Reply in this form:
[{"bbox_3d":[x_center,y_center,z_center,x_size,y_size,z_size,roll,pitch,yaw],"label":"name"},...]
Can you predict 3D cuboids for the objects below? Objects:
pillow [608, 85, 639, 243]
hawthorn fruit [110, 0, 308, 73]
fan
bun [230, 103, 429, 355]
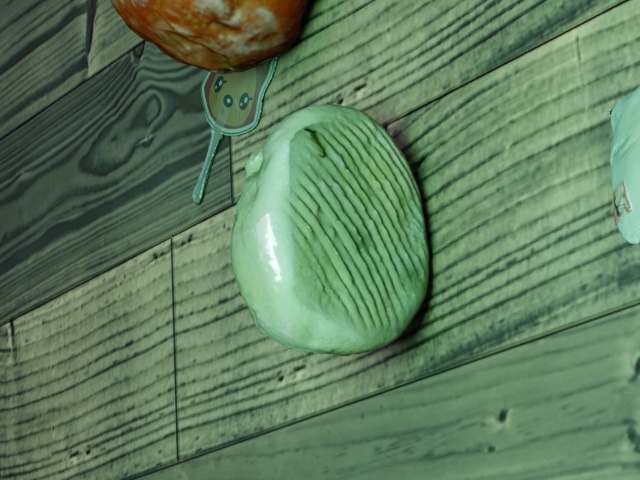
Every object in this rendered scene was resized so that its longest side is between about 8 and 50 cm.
[{"bbox_3d":[0.297,-0.097,1.415,0.229,0.051,0.128,-37,46,43],"label":"pillow"},{"bbox_3d":[-0.132,-0.293,1.878,0.242,0.271,0.242,-31,53,52],"label":"hawthorn fruit"},{"bbox_3d":[-0.099,-0.140,2.022,0.132,0.009,0.220,39,113,52],"label":"fan"},{"bbox_3d":[0.000,0.000,1.673,0.116,0.210,0.237,-16,33,44],"label":"bun"}]
